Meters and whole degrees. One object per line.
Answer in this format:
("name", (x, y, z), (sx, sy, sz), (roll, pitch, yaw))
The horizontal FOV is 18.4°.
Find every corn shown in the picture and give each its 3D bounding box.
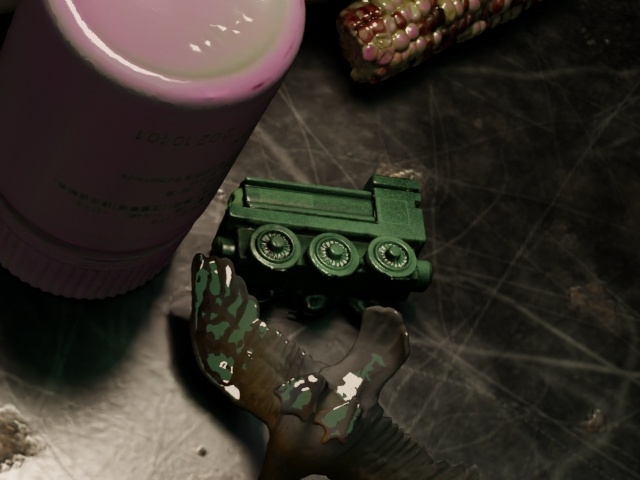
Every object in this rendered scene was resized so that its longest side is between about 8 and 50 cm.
("corn", (0.119, -0.214, 1.646), (0.280, 0.092, 0.092), (-32, 77, -29))

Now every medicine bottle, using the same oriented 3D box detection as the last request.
("medicine bottle", (-0.135, -0.095, 1.348), (0.178, 0.290, 0.178), (9, 59, -16))

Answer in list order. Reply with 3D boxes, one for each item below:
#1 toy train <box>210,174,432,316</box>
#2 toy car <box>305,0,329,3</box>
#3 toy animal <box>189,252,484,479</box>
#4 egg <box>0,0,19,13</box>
("toy train", (0.000, 0.000, 1.485), (0.170, 0.071, 0.111), (7, 50, -16))
("toy car", (-0.036, -0.350, 1.583), (0.271, 0.240, 0.340), (-22, 42, -4))
("toy animal", (-0.019, 0.128, 1.356), (0.272, 0.160, 0.197), (41, 63, 5))
("egg", (-0.275, -0.314, 1.391), (0.283, 0.283, 0.345), (-30, 72, -32))
